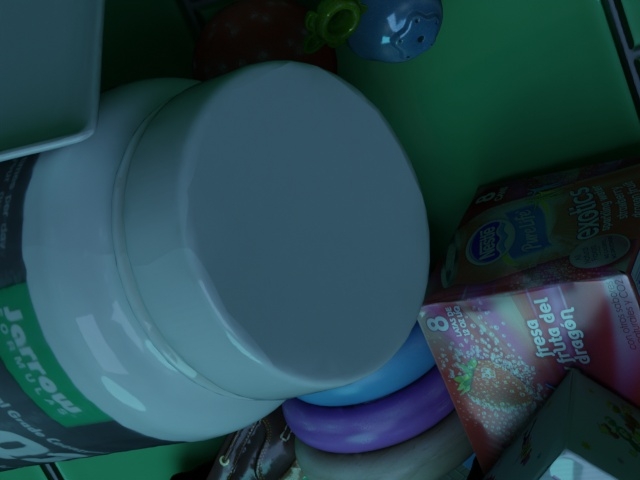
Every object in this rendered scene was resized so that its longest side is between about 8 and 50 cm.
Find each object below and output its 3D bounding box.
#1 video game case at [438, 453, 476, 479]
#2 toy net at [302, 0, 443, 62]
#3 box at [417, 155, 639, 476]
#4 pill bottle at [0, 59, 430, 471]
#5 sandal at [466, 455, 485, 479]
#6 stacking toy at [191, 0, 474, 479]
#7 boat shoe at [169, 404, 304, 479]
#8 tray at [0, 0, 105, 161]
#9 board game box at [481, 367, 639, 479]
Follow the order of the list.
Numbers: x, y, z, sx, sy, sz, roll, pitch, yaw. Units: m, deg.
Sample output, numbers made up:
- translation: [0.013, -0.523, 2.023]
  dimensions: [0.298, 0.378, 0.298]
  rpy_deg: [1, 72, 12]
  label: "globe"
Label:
- translation: [0.072, 0.245, 1.314]
  dimensions: [0.204, 0.025, 0.285]
  rpy_deg: [39, 117, -19]
  label: "video game case"
- translation: [0.073, -0.202, 0.999]
  dimensions: [0.122, 0.045, 0.232]
  rpy_deg: [13, 118, -46]
  label: "toy net"
- translation: [0.193, 0.113, 1.120]
  dimensions: [0.142, 0.154, 0.300]
  rpy_deg: [-10, 118, 29]
  label: "box"
- translation: [-0.123, 0.022, 1.000]
  dimensions: [0.361, 0.204, 0.204]
  rpy_deg: [-16, 125, 46]
  label: "pill bottle"
- translation: [0.048, 0.317, 1.259]
  dimensions: [0.107, 0.167, 0.445]
  rpy_deg: [21, 123, 11]
  label: "sandal"
- translation: [0.000, 0.000, 1.108]
  dimensions: [0.141, 0.141, 0.330]
  rpy_deg: [-16, 115, 13]
  label: "stacking toy"
- translation: [-0.078, 0.189, 1.264]
  dimensions: [0.073, 0.073, 0.207]
  rpy_deg: [30, 112, -13]
  label: "boat shoe"
- translation: [-0.180, -0.130, 0.958]
  dimensions: [0.145, 0.270, 0.030]
  rpy_deg: [-14, 138, 13]
  label: "tray"
- translation: [0.212, 0.250, 1.031]
  dimensions: [0.303, 0.097, 0.224]
  rpy_deg: [32, 119, -5]
  label: "board game box"
